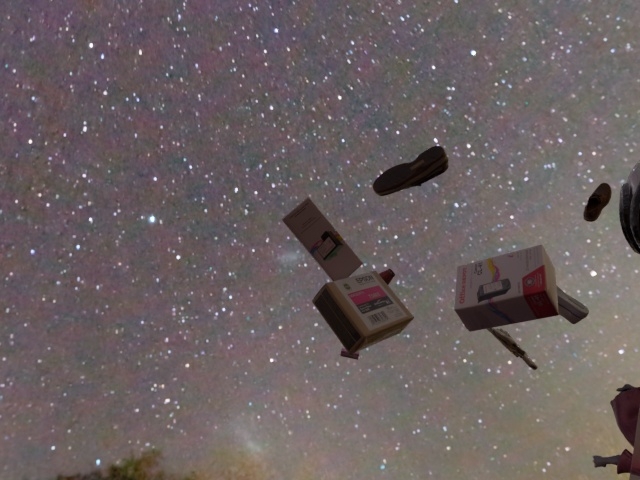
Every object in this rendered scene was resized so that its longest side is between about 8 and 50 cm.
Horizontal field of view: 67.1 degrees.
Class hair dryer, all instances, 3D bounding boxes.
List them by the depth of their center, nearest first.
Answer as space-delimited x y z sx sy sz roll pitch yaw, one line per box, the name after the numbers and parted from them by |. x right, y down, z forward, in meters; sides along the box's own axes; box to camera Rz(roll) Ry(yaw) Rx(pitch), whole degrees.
0.192 0.174 1.961 0.080 0.224 0.293 40 -34 -16 | hair dryer

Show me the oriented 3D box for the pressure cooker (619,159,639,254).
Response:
1.026 -0.102 1.287 0.420 0.375 0.370 -30 -36 -57 | pressure cooker

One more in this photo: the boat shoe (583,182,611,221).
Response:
1.095 -0.159 1.905 0.178 0.064 0.060 -56 -45 -12 | boat shoe

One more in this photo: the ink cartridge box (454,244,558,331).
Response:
0.626 0.164 1.640 0.306 0.226 0.131 -19 -57 33 | ink cartridge box

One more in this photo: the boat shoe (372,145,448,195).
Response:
0.301 -0.203 1.575 0.257 0.095 0.095 -25 -43 17 | boat shoe

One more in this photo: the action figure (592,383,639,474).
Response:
0.929 0.596 1.310 0.248 0.370 0.276 29 -53 -5 | action figure

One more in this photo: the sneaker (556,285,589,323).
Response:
0.922 0.237 1.915 0.094 0.258 0.091 -25 -32 -48 | sneaker

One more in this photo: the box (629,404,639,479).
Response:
0.809 0.487 1.078 0.148 0.232 0.127 15 -7 -9 | box

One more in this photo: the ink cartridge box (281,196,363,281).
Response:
0.000 0.000 1.597 0.117 0.201 0.278 -40 -84 -2 | ink cartridge box

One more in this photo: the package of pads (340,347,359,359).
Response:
0.131 0.504 2.148 0.083 0.050 0.032 10 -86 4 | package of pads

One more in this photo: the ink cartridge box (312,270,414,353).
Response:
0.124 0.197 1.379 0.234 0.193 0.088 -10 -36 -45 | ink cartridge box

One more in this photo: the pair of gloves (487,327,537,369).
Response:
0.700 0.374 1.795 0.240 0.204 0.042 34 -79 -37 | pair of gloves
